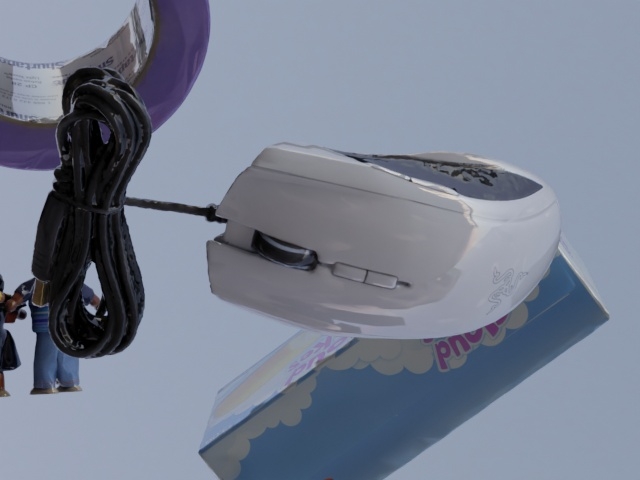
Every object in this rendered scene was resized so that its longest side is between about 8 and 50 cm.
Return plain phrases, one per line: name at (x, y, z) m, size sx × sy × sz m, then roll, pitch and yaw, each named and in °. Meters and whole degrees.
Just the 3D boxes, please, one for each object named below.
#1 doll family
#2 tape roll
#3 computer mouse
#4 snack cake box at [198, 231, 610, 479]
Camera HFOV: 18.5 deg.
doll family at (-0.228, 0.052, 1.333) m, size 0.076 × 0.193 × 0.111 m, roll -6°, pitch -94°, yaw 33°
tape roll at (-0.162, -0.141, 1.152) m, size 0.189 × 0.189 × 0.080 m, roll -49°, pitch -152°, yaw 19°
computer mouse at (0.000, 0.000, 0.669) m, size 0.042 × 0.193 × 0.106 m, roll -117°, pitch -144°, yaw -55°
snack cake box at (0.053, 0.077, 1.298) m, size 0.264 × 0.152 × 0.089 m, roll -36°, pitch -83°, yaw 8°
